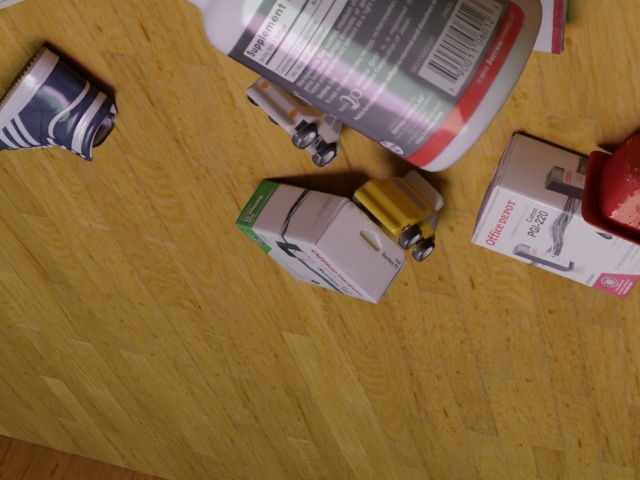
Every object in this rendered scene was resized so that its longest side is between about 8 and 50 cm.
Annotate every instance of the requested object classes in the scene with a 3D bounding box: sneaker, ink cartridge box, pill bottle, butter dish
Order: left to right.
[{"bbox_3d":[-0.398,-0.165,2.006,0.153,0.099,0.282,33,148,-16],"label":"sneaker"},{"bbox_3d":[0.000,0.000,1.962,0.153,0.087,0.208,43,164,-33],"label":"ink cartridge box"},{"bbox_3d":[0.015,-0.239,1.348,0.363,0.210,0.210,30,152,-9],"label":"pill bottle"},{"bbox_3d":[0.314,-0.029,1.731,0.218,0.092,0.158,22,153,5],"label":"ink cartridge box"},{"bbox_3d":[0.394,-0.067,1.578,0.160,0.160,0.118,23,129,-2],"label":"butter dish"}]

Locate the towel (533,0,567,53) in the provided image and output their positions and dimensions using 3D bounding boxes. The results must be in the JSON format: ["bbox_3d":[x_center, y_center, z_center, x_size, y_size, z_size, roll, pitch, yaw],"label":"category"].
[{"bbox_3d":[0.095,-0.302,1.434,0.329,0.037,0.237,13,145,17],"label":"towel"}]

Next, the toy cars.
[{"bbox_3d":[0.050,-0.104,1.790,0.393,0.087,0.176,42,-177,-30],"label":"toy cars"}]

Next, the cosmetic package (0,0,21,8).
[{"bbox_3d":[-0.475,-0.407,1.615,0.160,0.113,0.309,-5,141,42],"label":"cosmetic package"}]
